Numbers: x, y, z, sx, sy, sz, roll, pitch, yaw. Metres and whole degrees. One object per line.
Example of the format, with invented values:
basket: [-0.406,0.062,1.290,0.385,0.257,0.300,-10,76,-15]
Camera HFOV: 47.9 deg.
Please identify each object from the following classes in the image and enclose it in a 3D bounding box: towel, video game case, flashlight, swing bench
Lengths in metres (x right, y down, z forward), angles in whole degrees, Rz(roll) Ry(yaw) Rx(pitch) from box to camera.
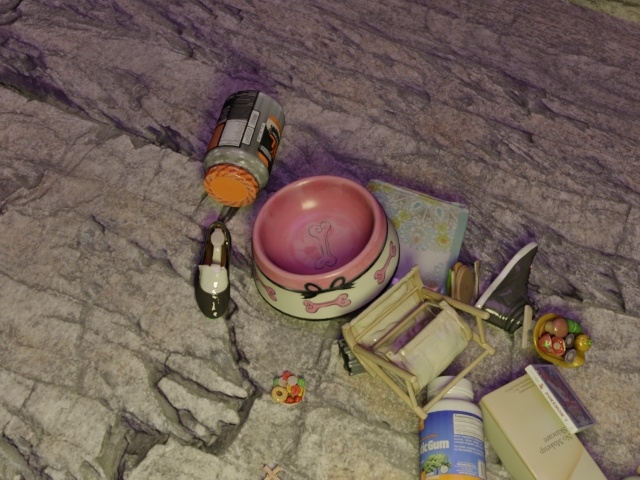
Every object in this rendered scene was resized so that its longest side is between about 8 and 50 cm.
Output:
towel: [0.234,0.010,2.029,0.320,0.090,0.374,17,56,7]
video game case: [0.597,0.387,1.783,0.201,0.023,0.183,14,38,-56]
flashlight: [0.204,0.270,1.846,0.304,0.103,0.103,-16,29,-14]
swing bench: [0.232,0.233,1.714,0.253,0.165,0.254,-37,45,-19]

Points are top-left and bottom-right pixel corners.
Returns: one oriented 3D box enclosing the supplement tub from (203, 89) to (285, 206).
supplement tub: [-0.223,-0.264,2.081,0.193,0.194,0.316,13,56,1]

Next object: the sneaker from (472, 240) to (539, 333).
sneaker: [0.550,0.137,1.980,0.147,0.104,0.296,37,65,14]

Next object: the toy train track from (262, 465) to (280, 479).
toy train track: [-0.124,0.551,1.657,0.048,0.014,0.083,44,67,12]

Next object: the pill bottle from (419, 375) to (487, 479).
pill bottle: [0.307,0.465,1.691,0.152,0.152,0.272,6,55,-4]

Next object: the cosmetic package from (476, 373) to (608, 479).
cosmetic package: [0.518,0.494,1.726,0.160,0.113,0.309,-22,61,-21]

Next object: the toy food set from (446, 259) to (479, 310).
toy food set: [0.374,0.122,1.928,0.038,0.132,0.192,3,9,32]

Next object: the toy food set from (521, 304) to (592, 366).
toy food set: [0.630,0.255,1.882,0.217,0.071,0.128,21,75,-21]

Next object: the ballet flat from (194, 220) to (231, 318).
ballet flat: [-0.284,0.067,1.908,0.095,0.096,0.280,1,56,-8]

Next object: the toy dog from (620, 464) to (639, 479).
toy dog: [0.752,0.673,1.643,0.220,0.161,0.334,-1,71,-12]

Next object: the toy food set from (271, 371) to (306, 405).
toy food set: [-0.078,0.367,1.781,0.083,0.020,0.083,15,55,3]

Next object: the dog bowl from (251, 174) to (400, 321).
dog bowl: [0.000,0.000,1.891,0.407,0.150,0.408,-6,53,9]
